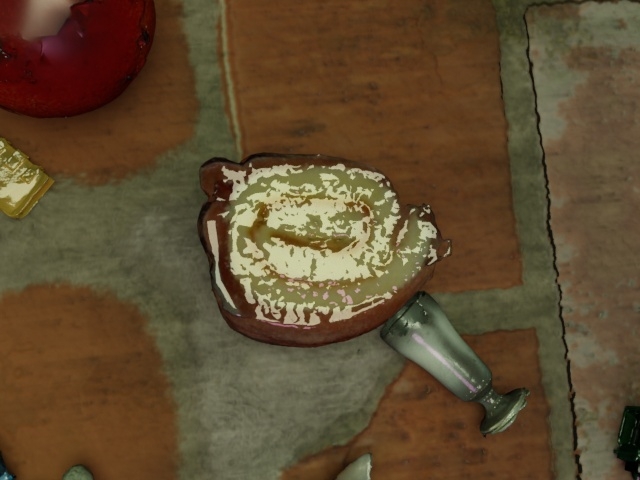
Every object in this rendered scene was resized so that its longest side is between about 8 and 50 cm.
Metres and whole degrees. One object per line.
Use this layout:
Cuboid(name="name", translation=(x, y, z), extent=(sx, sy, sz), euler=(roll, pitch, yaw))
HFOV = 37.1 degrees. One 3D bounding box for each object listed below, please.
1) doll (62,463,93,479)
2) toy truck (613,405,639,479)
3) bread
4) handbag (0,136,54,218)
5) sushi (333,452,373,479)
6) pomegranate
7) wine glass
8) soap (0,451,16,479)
Cuboid(name="doll", translation=(-0.290, 0.311, 0.923), extent=(0.103, 0.071, 0.214), euler=(43, 87, 0))
Cuboid(name="toy truck", translation=(0.391, 0.232, 1.003), extent=(0.147, 0.065, 0.079), euler=(19, 80, -2))
Cuboid(name="bread", translation=(0.001, 0.013, 0.955), extent=(0.244, 0.123, 0.190), euler=(0, 87, -5))
Cuboid(name="handbag", translation=(-0.323, -0.067, 0.977), extent=(0.083, 0.027, 0.061), euler=(40, 83, 0))
Cuboid(name="sushi", translation=(-0.021, 0.337, 0.943), extent=(0.134, 0.109, 0.273), euler=(26, 68, 1))
Cuboid(name="pomegranate", translation=(-0.267, -0.226, 0.913), extent=(0.210, 0.210, 0.235), euler=(-38, 62, -8))
Cuboid(name="wine glass", translation=(0.139, 0.126, 0.985), extent=(0.155, 0.072, 0.072), euler=(44, 82, -1))
Cuboid(name="soap", translation=(-0.435, 0.173, 0.912), extent=(0.156, 0.077, 0.293), euler=(-37, 95, -9))
